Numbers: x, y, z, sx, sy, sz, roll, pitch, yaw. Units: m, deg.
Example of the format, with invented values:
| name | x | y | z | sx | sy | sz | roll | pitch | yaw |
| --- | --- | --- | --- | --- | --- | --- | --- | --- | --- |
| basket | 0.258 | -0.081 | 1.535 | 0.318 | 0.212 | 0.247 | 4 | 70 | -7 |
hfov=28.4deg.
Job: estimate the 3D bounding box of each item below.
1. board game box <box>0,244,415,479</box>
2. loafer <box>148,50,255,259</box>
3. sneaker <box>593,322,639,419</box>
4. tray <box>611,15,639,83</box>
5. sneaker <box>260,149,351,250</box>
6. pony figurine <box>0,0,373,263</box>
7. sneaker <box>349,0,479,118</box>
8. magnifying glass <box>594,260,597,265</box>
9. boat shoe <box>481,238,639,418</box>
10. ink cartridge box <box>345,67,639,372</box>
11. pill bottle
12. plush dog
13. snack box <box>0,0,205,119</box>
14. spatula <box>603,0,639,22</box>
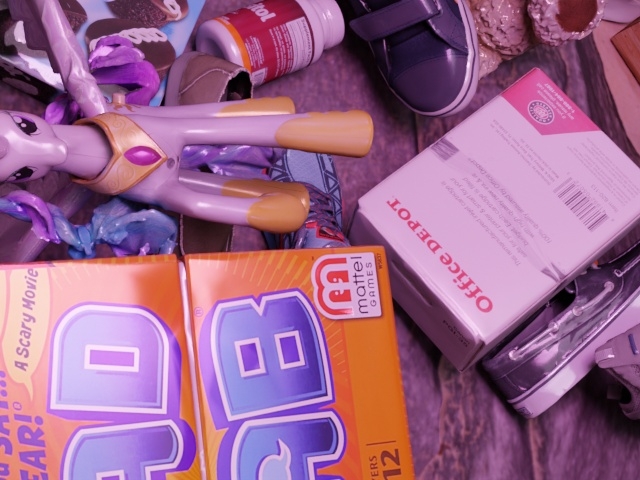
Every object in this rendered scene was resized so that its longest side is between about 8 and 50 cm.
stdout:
| name | x | y | z | sx | sy | sz | roll | pitch | yaw |
| --- | --- | --- | --- | --- | --- | --- | --- | --- | --- |
| board game box | -0.156 | 0.217 | 1.087 | 0.356 | 0.356 | 0.356 | -3 | 80 | -26 |
| loafer | -0.113 | -0.070 | 1.290 | 0.094 | 0.087 | 0.251 | 0 | 92 | -53 |
| sneaker | 0.390 | 0.165 | 1.463 | 0.281 | 0.115 | 0.105 | 54 | 27 | -48 |
| tray | 0.572 | -0.151 | 1.666 | 0.203 | 0.076 | 0.411 | -36 | 95 | -27 |
| sneaker | 0.000 | 0.000 | 1.335 | 0.104 | 0.125 | 0.262 | 2 | 78 | -25 |
| pony figurine | -0.184 | -0.089 | 1.110 | 0.363 | 0.351 | 0.302 | 3 | 99 | -22 |
| sneaker | 0.072 | -0.286 | 1.372 | 0.127 | 0.126 | 0.321 | -2 | 73 | -56 |
| magnifying glass | 0.228 | 0.009 | 1.500 | 0.231 | 0.026 | 0.092 | 14 | 73 | -20 |
| boat shoe | 0.308 | 0.070 | 1.473 | 0.301 | 0.108 | 0.102 | -42 | 94 | -13 |
| ink cartridge box | 0.196 | -0.025 | 1.394 | 0.283 | 0.117 | 0.207 | -37 | 76 | -20 |
| pill bottle | -0.053 | -0.220 | 1.380 | 0.152 | 0.086 | 0.086 | -26 | 91 | -28 |
| plush dog | 0.188 | -0.320 | 1.462 | 0.225 | 0.262 | 0.210 | 60 | 29 | -13 |
| snack box | -0.292 | -0.253 | 1.289 | 0.322 | 0.060 | 0.187 | 27 | 69 | -18 |
| spatula | 0.315 | -0.343 | 1.541 | 0.242 | 0.168 | 0.019 | 13 | 63 | -16 |
